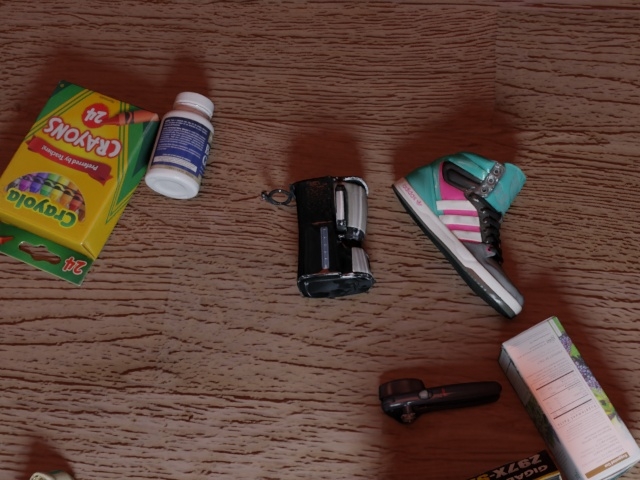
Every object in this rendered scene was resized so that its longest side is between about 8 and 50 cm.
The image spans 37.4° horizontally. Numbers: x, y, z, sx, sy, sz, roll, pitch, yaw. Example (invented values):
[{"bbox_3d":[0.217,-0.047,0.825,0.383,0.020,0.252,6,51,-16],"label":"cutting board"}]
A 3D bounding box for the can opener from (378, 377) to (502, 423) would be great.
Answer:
[{"bbox_3d":[0.181,0.235,1.423,0.186,0.059,0.073,-6,66,4],"label":"can opener"}]

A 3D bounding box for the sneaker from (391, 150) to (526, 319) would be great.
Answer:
[{"bbox_3d":[0.267,-0.032,1.499,0.178,0.124,0.295,-38,67,0],"label":"sneaker"}]

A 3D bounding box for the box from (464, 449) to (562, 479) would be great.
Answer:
[{"bbox_3d":[0.228,0.462,1.213,0.257,0.079,0.322,-20,102,4],"label":"box"}]

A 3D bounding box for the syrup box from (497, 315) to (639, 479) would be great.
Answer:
[{"bbox_3d":[0.360,0.242,1.381,0.096,0.093,0.237,-27,67,-6],"label":"syrup box"}]

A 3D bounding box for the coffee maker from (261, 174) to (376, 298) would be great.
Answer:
[{"bbox_3d":[0.000,0.000,1.526,0.171,0.120,0.178,-13,63,26],"label":"coffee maker"}]

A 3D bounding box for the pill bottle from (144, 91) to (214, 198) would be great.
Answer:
[{"bbox_3d":[-0.235,-0.165,1.621,0.094,0.094,0.169,8,69,10],"label":"pill bottle"}]

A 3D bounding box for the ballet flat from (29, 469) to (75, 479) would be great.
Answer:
[{"bbox_3d":[-0.427,0.457,1.384,0.086,0.086,0.248,7,68,9],"label":"ballet flat"}]

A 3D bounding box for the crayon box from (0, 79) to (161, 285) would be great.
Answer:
[{"bbox_3d":[-0.428,-0.103,1.624,0.202,0.081,0.318,20,71,14],"label":"crayon box"}]
